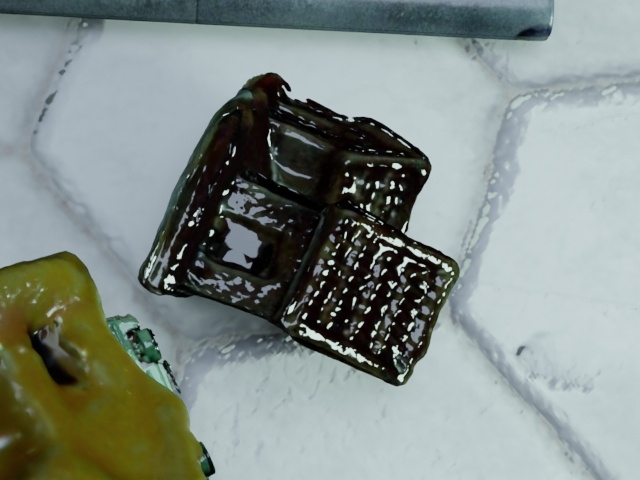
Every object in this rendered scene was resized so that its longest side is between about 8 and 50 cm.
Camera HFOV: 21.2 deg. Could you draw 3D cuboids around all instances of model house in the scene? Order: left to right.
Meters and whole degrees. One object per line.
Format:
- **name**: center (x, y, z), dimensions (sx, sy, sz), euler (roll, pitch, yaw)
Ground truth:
- **model house**: center (-0.169, 0.155, 0.787), dimensions (0.268, 0.173, 0.239), euler (-36, 76, -7)
- **model house**: center (0.003, -0.006, 0.915), dimensions (0.152, 0.106, 0.165), euler (23, 72, 3)

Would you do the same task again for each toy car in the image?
- **toy car**: center (-0.097, 0.098, 0.900), dimensions (0.059, 0.035, 0.122), euler (-24, 80, -13)

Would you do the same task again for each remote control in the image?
- **remote control**: center (-0.052, -0.174, 1.006), dimensions (0.378, 0.044, 0.107), euler (1, 63, -8)
